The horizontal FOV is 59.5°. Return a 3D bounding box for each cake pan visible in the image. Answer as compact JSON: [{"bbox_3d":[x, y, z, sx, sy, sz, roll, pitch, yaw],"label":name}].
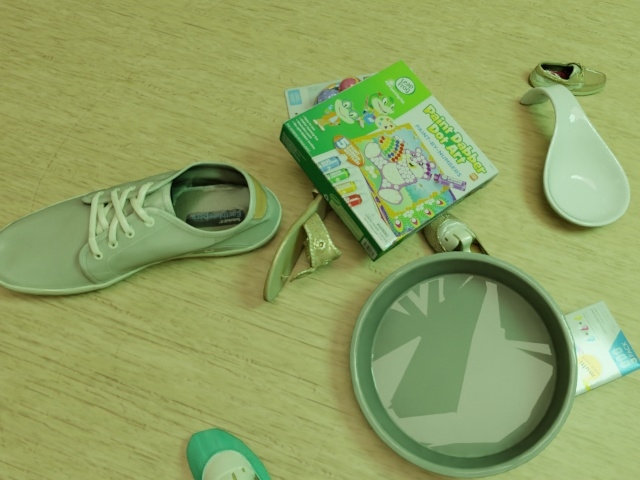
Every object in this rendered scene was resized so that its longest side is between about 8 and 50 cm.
[{"bbox_3d":[0.187,0.162,0.760,0.293,0.054,0.293,-5,72,15],"label":"cake pan"}]

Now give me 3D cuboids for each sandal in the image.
[{"bbox_3d":[0.000,-0.003,0.852,0.079,0.088,0.240,19,63,15],"label":"sandal"}]

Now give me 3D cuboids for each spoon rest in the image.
[{"bbox_3d":[0.408,-0.148,0.918,0.137,0.084,0.276,-11,66,-5],"label":"spoon rest"}]

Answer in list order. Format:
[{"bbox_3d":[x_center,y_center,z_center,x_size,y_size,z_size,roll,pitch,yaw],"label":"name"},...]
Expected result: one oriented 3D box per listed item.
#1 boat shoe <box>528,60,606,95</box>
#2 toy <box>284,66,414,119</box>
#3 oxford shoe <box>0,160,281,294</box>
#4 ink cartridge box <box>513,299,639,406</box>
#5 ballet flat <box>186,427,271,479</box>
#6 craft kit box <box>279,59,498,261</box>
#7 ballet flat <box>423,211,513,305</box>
[{"bbox_3d":[0.447,-0.293,1.001,0.135,0.045,0.050,3,67,1],"label":"boat shoe"},{"bbox_3d":[0.062,-0.243,0.974,0.237,0.056,0.137,-9,65,-4],"label":"toy"},{"bbox_3d":[-0.284,-0.028,0.843,0.449,0.130,0.169,-10,68,-3],"label":"oxford shoe"},{"bbox_3d":[0.337,0.169,0.791,0.181,0.061,0.104,-20,68,-8],"label":"ink cartridge box"},{"bbox_3d":[-0.089,0.336,0.704,0.083,0.087,0.247,-36,71,-14],"label":"ballet flat"},{"bbox_3d":[0.107,-0.132,0.873,0.246,0.061,0.250,-33,78,-24],"label":"craft kit box"},{"bbox_3d":[0.230,0.023,0.851,0.073,0.067,0.206,-32,70,-12],"label":"ballet flat"}]
